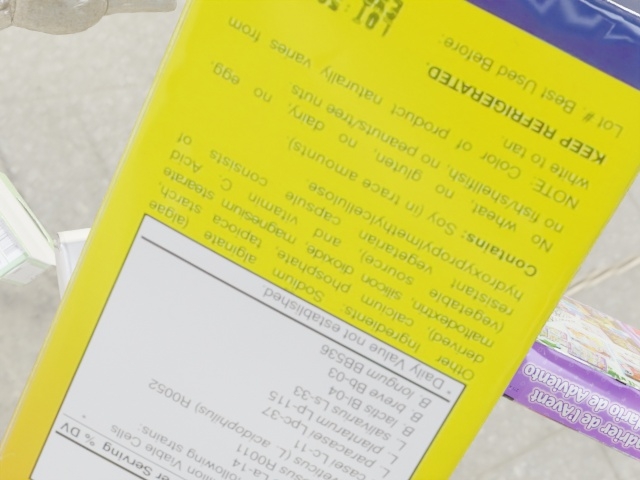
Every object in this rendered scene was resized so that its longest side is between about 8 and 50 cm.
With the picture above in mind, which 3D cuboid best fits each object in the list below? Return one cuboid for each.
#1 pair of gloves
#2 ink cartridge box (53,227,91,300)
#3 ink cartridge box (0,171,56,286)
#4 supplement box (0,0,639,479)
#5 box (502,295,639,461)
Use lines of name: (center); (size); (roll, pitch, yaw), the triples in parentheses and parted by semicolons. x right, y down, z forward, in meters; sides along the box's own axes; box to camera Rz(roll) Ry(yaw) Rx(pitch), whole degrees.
pair of gloves: (-0.238, -0.306, 1.255); (0.204, 0.240, 0.042); (-15, 38, -14)
ink cartridge box: (-0.112, 0.058, 1.177); (0.218, 0.092, 0.158); (-8, 96, -11)
ink cartridge box: (-0.402, -0.023, 1.714); (0.171, 0.056, 0.235); (53, -3, 6)
supplement box: (0.012, -0.008, 0.667); (0.194, 0.356, 0.195); (29, 26, 2)
box: (0.231, 0.107, 1.189); (0.201, 0.057, 0.293); (25, 10, 1)
